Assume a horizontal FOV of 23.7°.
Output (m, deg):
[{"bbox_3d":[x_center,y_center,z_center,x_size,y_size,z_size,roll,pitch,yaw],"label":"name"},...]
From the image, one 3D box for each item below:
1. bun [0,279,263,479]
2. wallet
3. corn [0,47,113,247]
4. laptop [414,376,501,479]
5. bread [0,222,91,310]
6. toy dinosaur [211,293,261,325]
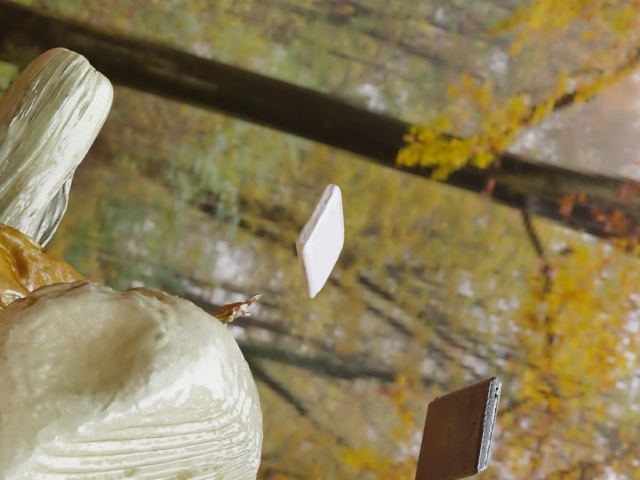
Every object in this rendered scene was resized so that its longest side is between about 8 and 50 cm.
[{"bbox_3d":[-0.236,0.190,1.416,0.227,0.349,0.352,43,-62,40],"label":"bun"},{"bbox_3d":[0.000,0.000,2.274,0.183,0.032,0.124,83,31,-63],"label":"wallet"},{"bbox_3d":[-0.359,-0.086,1.826,0.305,0.122,0.123,-62,171,-6],"label":"corn"},{"bbox_3d":[0.207,0.297,2.324,0.207,0.026,0.153,146,-41,-62],"label":"laptop"},{"bbox_3d":[-0.310,0.090,1.672,0.099,0.235,0.210,-40,-158,14],"label":"bread"},{"bbox_3d":[-0.134,0.105,2.155,0.026,0.113,0.041,62,-6,14],"label":"toy dinosaur"}]
